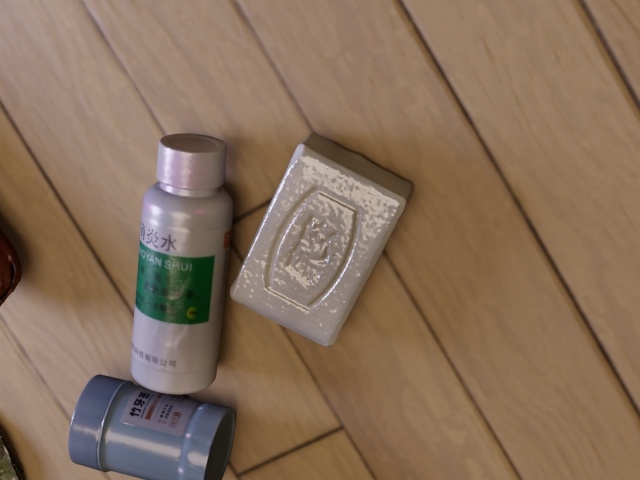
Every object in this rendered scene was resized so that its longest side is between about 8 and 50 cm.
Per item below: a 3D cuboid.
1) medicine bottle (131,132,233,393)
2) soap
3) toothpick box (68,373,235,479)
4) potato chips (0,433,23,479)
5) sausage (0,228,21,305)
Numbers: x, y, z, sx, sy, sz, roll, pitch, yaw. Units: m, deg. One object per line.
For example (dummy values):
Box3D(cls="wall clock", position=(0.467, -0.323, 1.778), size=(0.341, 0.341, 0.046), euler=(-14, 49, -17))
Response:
Box3D(cls="medicine bottle", position=(-0.139, 0.024, 1.386), size=(0.095, 0.095, 0.260), euler=(12, 109, 12))
Box3D(cls="soap", position=(0.000, 0.000, 1.354), size=(0.121, 0.064, 0.183), euler=(27, 114, 3))
Box3D(cls="toothpick box", position=(-0.178, 0.208, 1.454), size=(0.153, 0.101, 0.101), euler=(13, 111, 10))
Box3D(cls="potato chips", position=(-0.441, 0.258, 1.587), size=(0.220, 0.029, 0.202), euler=(24, 110, 9))
Box3D(cls="sausage", position=(-0.439, -0.060, 1.444), size=(0.102, 0.102, 0.330), euler=(-39, 95, 23))
